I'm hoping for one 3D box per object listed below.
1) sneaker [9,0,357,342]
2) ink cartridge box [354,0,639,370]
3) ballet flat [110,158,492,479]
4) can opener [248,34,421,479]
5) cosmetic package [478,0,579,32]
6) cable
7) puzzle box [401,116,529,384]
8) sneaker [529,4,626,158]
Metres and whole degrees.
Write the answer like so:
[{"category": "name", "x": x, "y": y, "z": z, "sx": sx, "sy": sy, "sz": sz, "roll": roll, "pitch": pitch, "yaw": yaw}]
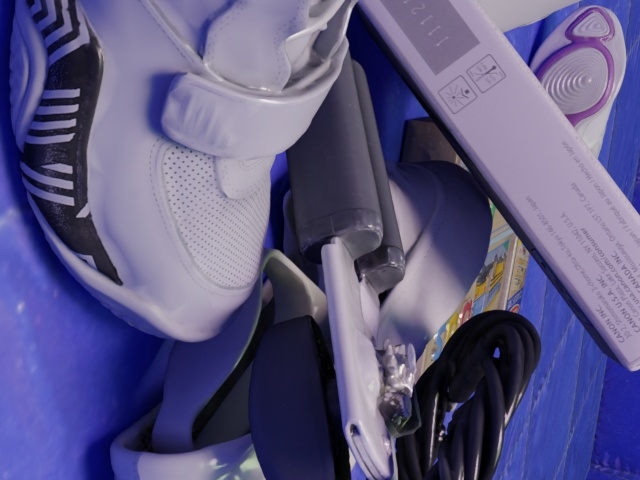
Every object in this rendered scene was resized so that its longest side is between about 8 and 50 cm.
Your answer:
[{"category": "sneaker", "x": -0.008, "y": -0.098, "z": 0.397, "sx": 0.137, "sy": 0.210, "sz": 0.366, "roll": -46, "pitch": 143, "yaw": -51}, {"category": "ink cartridge box", "x": 0.141, "y": -0.056, "z": 0.717, "sx": 0.066, "sy": 0.296, "sz": 0.261, "roll": -36, "pitch": 173, "yaw": 8}, {"category": "ballet flat", "x": 0.004, "y": 0.036, "z": 0.636, "sx": 0.400, "sy": 0.139, "sz": 0.139, "roll": -55, "pitch": 149, "yaw": -41}, {"category": "can opener", "x": 0.000, "y": 0.000, "z": 0.533, "sx": 0.074, "sy": 0.093, "sz": 0.281, "roll": 57, "pitch": 24, "yaw": -53}, {"category": "cosmetic package", "x": 0.138, "y": -0.236, "z": 0.749, "sx": 0.231, "sy": 0.117, "sz": 0.086, "roll": 24, "pitch": 46, "yaw": -74}, {"category": "cable", "x": 0.071, "y": 0.107, "z": 0.527, "sx": 0.151, "sy": 0.047, "sz": 0.184, "roll": -56, "pitch": 180, "yaw": 4}, {"category": "puzzle box", "x": 0.160, "y": 0.000, "z": 1.064, "sx": 0.409, "sy": 0.052, "sz": 0.272, "roll": -22, "pitch": 123, "yaw": -64}, {"category": "sneaker", "x": 0.307, "y": -0.149, "z": 1.297, "sx": 0.152, "sy": 0.114, "sz": 0.305, "roll": -48, "pitch": 151, "yaw": -74}]
